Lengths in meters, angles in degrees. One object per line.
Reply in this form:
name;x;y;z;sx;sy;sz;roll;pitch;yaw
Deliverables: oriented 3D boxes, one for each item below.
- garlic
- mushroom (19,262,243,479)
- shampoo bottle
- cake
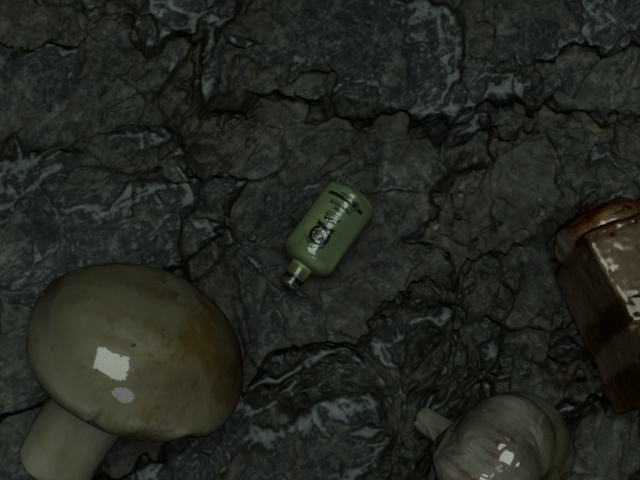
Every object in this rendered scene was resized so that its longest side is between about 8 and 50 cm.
garlic;0.200;0.272;1.577;0.212;0.218;0.218;31;74;35
mushroom;-0.252;0.184;1.555;0.293;0.292;0.290;28;108;4
shampoo bottle;0.000;0.000;1.677;0.079;0.079;0.162;35;76;6
cake;0.442;0.062;1.632;0.199;0.196;0.293;-21;73;-10
